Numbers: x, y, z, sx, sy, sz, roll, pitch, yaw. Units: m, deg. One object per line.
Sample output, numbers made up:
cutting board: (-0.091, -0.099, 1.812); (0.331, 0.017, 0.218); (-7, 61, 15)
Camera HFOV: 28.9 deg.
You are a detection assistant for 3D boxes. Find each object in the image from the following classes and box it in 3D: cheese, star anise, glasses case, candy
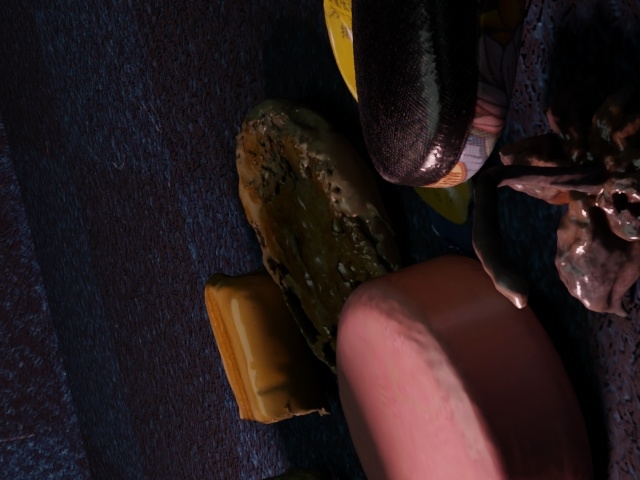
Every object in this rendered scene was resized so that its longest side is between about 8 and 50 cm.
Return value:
cheese: (0.066, -0.103, 0.859); (0.177, 0.069, 0.270); (36, 148, 57)
star anise: (0.108, -0.002, 0.645); (0.218, 0.227, 0.148); (13, 110, 54)
glasses case: (0.066, -0.190, 0.697); (0.122, 0.082, 0.320); (162, 111, -74)
candy: (0.096, 0.132, 0.911); (0.255, 0.094, 0.255); (51, 151, 44)

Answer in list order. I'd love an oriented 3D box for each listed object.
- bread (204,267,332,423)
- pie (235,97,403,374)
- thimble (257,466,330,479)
bread: (-0.055, 0.108, 1.290); (0.134, 0.085, 0.173); (168, 85, -72)
pie: (0.000, 0.000, 1.122); (0.274, 0.055, 0.274); (49, 151, 39)
thimble: (-0.028, 0.354, 1.306); (0.219, 0.150, 0.219); (50, 149, 46)
